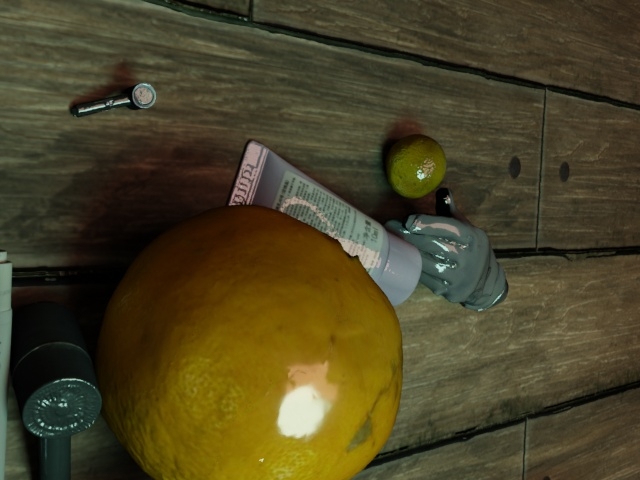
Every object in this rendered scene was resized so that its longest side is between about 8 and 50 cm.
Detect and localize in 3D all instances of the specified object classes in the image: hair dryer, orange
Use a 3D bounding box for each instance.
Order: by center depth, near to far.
[{"bbox_3d":[-0.255,0.177,0.871,0.071,0.124,0.219,-6,123,-23],"label":"hair dryer"},{"bbox_3d":[-0.068,0.119,0.906,0.312,0.312,0.312,-6,98,-46],"label":"orange"},{"bbox_3d":[-0.211,-0.138,0.921,0.083,0.047,0.026,-20,101,-24],"label":"hair dryer"},{"bbox_3d":[0.133,-0.103,1.253,0.095,0.085,0.085,-41,122,-45],"label":"orange"}]

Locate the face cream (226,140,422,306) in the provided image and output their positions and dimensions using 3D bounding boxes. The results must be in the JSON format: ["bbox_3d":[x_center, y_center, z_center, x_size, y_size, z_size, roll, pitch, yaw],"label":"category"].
[{"bbox_3d":[0.000,0.000,1.130,0.273,0.096,0.154,25,78,-32],"label":"face cream"}]

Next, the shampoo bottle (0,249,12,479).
[{"bbox_3d":[-0.318,0.113,0.793,0.092,0.092,0.304,1,92,-47],"label":"shampoo bottle"}]

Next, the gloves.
[{"bbox_3d":[0.192,0.020,1.301,0.285,0.119,0.142,27,73,-45],"label":"gloves"}]
